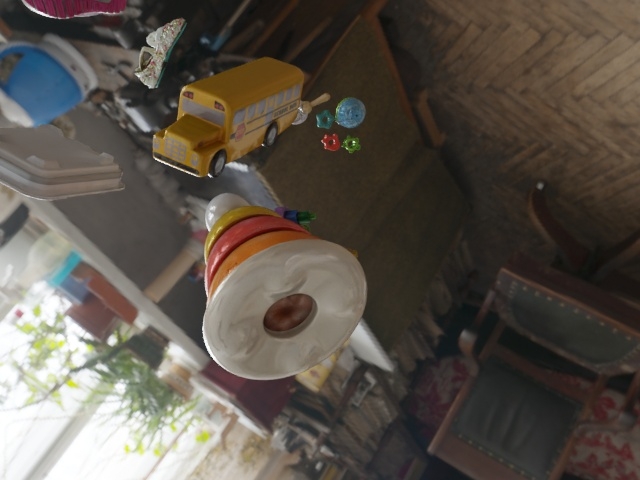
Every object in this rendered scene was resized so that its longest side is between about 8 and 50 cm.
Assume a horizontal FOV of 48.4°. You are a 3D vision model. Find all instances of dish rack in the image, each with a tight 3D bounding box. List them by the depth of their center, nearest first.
[{"bbox_3d":[-0.615,-0.189,1.581,0.285,0.072,0.333,26,-165,14],"label":"dish rack"}]

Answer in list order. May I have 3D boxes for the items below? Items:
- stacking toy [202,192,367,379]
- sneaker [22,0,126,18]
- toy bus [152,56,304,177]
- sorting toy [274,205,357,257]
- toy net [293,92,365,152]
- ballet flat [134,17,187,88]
[{"bbox_3d":[-0.139,0.032,1.572,0.351,0.350,0.480,57,180,-44],"label":"stacking toy"},{"bbox_3d":[-0.597,-0.575,1.695,0.111,0.252,0.103,10,107,43],"label":"sneaker"},{"bbox_3d":[-0.155,-0.225,1.267,0.108,0.332,0.130,24,123,17],"label":"toy bus"},{"bbox_3d":[0.000,0.000,1.834,0.126,0.127,0.365,-6,157,18],"label":"sorting toy"},{"bbox_3d":[-0.008,-0.271,1.573,0.232,0.122,0.045,9,-163,-23],"label":"toy net"},{"bbox_3d":[-0.422,-0.488,1.842,0.077,0.091,0.241,26,136,-16],"label":"ballet flat"}]
